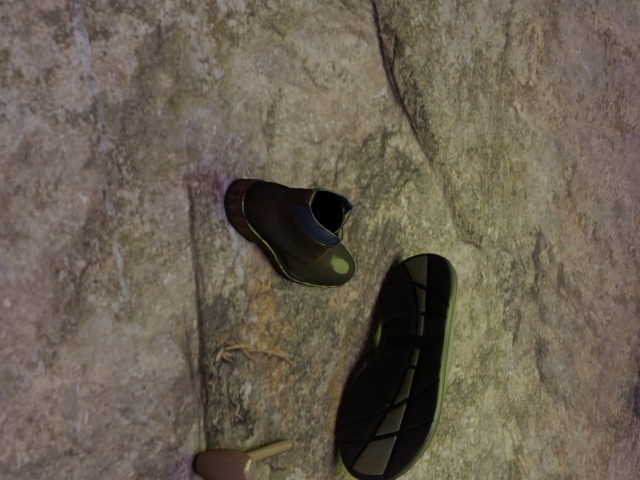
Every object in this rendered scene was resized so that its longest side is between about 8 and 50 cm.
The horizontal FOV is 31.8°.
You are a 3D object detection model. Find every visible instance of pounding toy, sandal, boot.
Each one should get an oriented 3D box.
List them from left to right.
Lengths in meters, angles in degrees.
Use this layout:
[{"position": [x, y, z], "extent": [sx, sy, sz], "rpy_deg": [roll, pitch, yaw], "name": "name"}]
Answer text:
[{"position": [-0.003, 0.298, 1.206], "extent": [0.269, 0.154, 0.155], "rpy_deg": [51, 53, -40], "name": "pounding toy"}, {"position": [0.000, 0.000, 1.242], "extent": [0.219, 0.106, 0.082], "rpy_deg": [35, 64, -46], "name": "boot"}, {"position": [0.115, 0.161, 1.393], "extent": [0.303, 0.120, 0.086], "rpy_deg": [-69, 152, -24], "name": "sandal"}]
